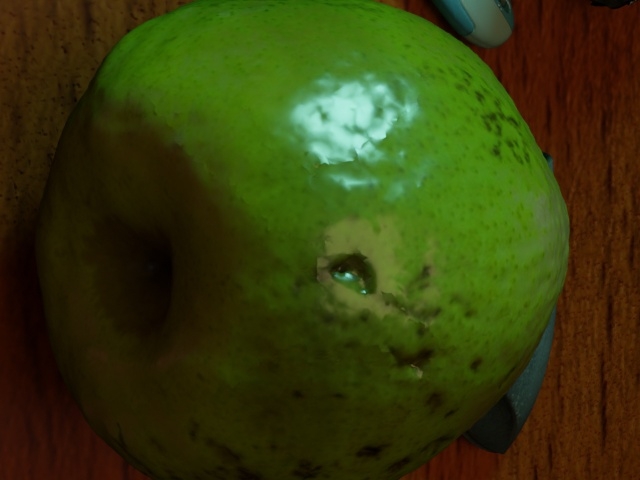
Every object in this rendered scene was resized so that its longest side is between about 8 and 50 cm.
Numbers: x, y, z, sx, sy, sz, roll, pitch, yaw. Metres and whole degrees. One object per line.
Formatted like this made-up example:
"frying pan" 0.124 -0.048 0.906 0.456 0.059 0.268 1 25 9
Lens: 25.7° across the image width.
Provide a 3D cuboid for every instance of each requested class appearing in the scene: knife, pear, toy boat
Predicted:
"knife" 0.099 -0.253 1.217 0.064 0.031 0.222 -48 119 -14
"pear" 0.000 0.000 1.000 0.391 0.391 0.391 -8 103 -34
"toy boat" 0.151 0.059 1.281 0.141 0.092 0.320 -22 118 -31

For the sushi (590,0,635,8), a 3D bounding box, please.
"sushi" 0.281 -0.272 1.303 0.084 0.094 0.098 -30 119 -29
